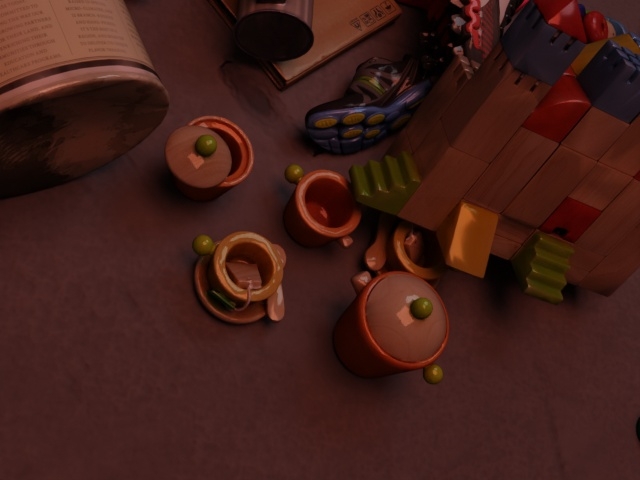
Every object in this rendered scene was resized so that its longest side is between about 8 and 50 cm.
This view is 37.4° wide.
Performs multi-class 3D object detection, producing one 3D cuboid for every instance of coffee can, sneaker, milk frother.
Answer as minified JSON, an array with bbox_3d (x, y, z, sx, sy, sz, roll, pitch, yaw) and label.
[{"bbox_3d":[-0.273,-0.202,0.804,0.201,0.201,0.275,-19,78,-31],"label":"coffee can"},{"bbox_3d":[0.052,-0.154,1.035,0.188,0.067,0.078,-30,65,-32],"label":"sneaker"},{"bbox_3d":[-0.080,-0.272,0.980,0.143,0.129,0.135,-7,62,19],"label":"milk frother"},{"bbox_3d":[0.182,-0.269,1.053,0.135,0.097,0.276,13,61,-18],"label":"sneaker"}]

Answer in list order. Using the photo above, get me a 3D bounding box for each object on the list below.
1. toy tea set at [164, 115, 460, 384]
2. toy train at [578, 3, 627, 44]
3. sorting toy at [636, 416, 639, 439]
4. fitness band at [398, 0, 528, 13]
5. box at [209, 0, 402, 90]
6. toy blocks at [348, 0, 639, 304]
[{"bbox_3d":[0.000,0.000,0.897,0.336,0.124,0.200,24,60,-15],"label":"toy tea set"},{"bbox_3d":[0.332,-0.160,1.162,0.143,0.105,0.248,-15,97,-48],"label":"toy train"},{"bbox_3d":[0.490,0.202,1.098,0.274,0.046,0.132,-26,82,-33],"label":"sorting toy"},{"bbox_3d":[0.156,-0.381,1.188,0.290,0.054,0.209,8,63,-24],"label":"fitness band"},{"bbox_3d":[-0.023,-0.278,1.068,0.201,0.021,0.164,-37,87,-32],"label":"box"},{"bbox_3d":[0.256,-0.098,0.954,0.381,0.261,0.191,20,36,-25],"label":"toy blocks"}]
